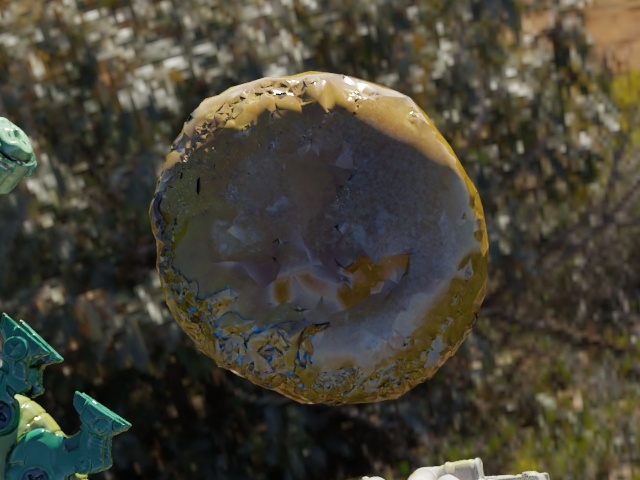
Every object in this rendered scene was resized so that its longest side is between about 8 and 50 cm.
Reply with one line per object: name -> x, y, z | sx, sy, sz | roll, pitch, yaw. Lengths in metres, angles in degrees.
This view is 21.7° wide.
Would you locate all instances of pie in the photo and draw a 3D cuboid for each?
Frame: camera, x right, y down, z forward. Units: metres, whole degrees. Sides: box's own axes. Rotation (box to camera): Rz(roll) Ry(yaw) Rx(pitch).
pie -> -0.001, -0.001, 1.258 | 0.273, 0.273, 0.069 | -17, -4, -5

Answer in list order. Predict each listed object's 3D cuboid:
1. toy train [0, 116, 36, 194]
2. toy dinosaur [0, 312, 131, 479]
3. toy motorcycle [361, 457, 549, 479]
toy train -> -0.252, -0.015, 1.050 | 0.178, 0.105, 0.071 | -50, 51, 22
toy dinosaur -> -0.183, 0.158, 1.104 | 0.259, 0.094, 0.153 | 35, 85, 4
toy motorcycle -> 0.101, 0.280, 1.682 | 0.223, 0.107, 0.341 | 2, -13, -31
